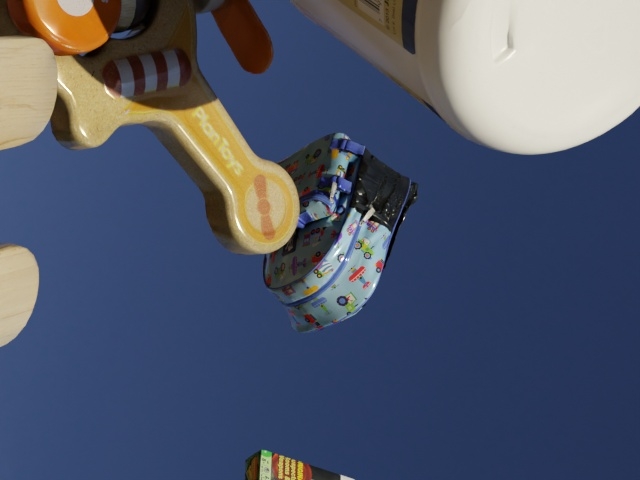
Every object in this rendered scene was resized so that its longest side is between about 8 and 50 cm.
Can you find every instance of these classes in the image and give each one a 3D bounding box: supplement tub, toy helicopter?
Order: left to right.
[{"bbox_3d":[-0.120,-0.139,1.070,0.140,0.355,0.235,-3,-138,46],"label":"toy helicopter"},{"bbox_3d":[0.093,-0.223,0.935,0.228,0.228,0.316,-56,-137,11],"label":"supplement tub"}]

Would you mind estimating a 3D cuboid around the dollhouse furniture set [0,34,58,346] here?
[{"bbox_3d":[-0.322,-0.159,0.850,0.362,0.256,0.394,17,-73,21],"label":"dollhouse furniture set"}]

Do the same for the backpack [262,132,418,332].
[{"bbox_3d":[0.000,0.000,1.333,0.158,0.117,0.173,-21,-138,46],"label":"backpack"}]

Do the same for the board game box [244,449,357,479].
[{"bbox_3d":[0.002,0.287,0.949,0.030,0.136,0.259,-41,-144,41],"label":"board game box"}]
